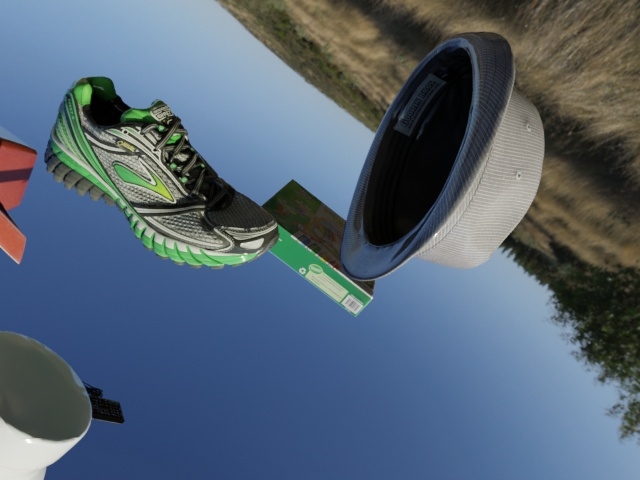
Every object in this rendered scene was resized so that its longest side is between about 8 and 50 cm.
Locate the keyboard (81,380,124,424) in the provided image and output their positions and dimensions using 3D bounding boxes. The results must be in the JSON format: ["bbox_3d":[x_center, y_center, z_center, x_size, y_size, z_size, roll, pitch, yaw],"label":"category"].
[{"bbox_3d":[-0.505,0.334,0.936,0.100,0.038,0.192,33,174,45],"label":"keyboard"}]

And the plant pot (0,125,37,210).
[{"bbox_3d":[-0.926,-0.205,1.142,0.267,0.267,0.235,32,-167,13],"label":"plant pot"}]

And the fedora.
[{"bbox_3d":[0.136,-0.068,0.460,0.124,0.276,0.243,22,162,-17],"label":"fedora"}]

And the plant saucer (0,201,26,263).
[{"bbox_3d":[-0.723,-0.103,0.902,0.259,0.047,0.259,34,152,34],"label":"plant saucer"}]

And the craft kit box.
[{"bbox_3d":[0.000,0.000,0.847,0.249,0.061,0.247,38,-161,-4],"label":"craft kit box"}]

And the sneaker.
[{"bbox_3d":[-0.202,-0.086,0.559,0.343,0.146,0.134,31,-149,4],"label":"sneaker"}]

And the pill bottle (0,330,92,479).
[{"bbox_3d":[-0.363,0.223,0.390,0.162,0.278,0.162,48,176,4],"label":"pill bottle"}]
